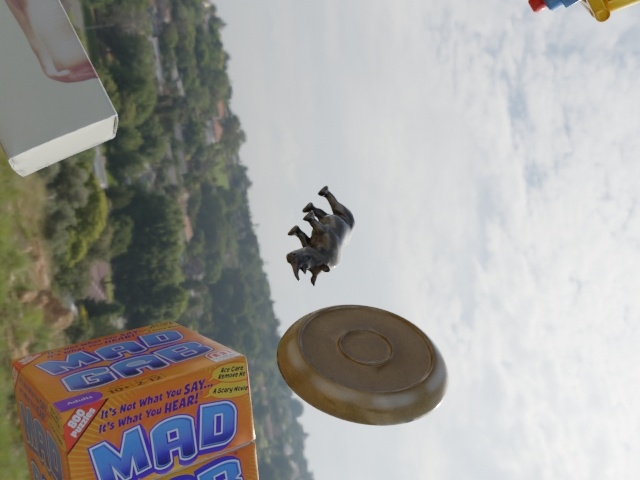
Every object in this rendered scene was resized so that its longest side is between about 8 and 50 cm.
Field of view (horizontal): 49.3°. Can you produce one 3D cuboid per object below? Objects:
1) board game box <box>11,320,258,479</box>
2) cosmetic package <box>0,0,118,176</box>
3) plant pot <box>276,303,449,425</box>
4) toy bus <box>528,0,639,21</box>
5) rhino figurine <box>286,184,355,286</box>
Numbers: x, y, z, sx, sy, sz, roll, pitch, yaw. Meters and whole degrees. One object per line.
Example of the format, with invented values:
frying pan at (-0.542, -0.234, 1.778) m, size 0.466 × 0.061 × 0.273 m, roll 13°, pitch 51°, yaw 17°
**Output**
board game box at (-0.372, 0.404, 1.404) m, size 0.357 × 0.356 × 0.356 m, roll 11°, pitch -71°, yaw 54°
cosmetic package at (-0.356, -0.238, 0.793) m, size 0.296 × 0.129 × 0.153 m, roll 65°, pitch -18°, yaw -7°
plant pot at (0.060, 0.152, 0.937) m, size 0.236 × 0.236 × 0.032 m, roll -109°, pitch -157°, yaw -58°
toy bus at (0.352, -0.398, 0.904) m, size 0.220 × 0.211 × 0.149 m, roll 54°, pitch 24°, yaw -25°
rhino figurine at (0.000, 0.000, 1.274) m, size 0.106 × 0.073 × 0.243 m, roll 43°, pitch 36°, yaw -11°
